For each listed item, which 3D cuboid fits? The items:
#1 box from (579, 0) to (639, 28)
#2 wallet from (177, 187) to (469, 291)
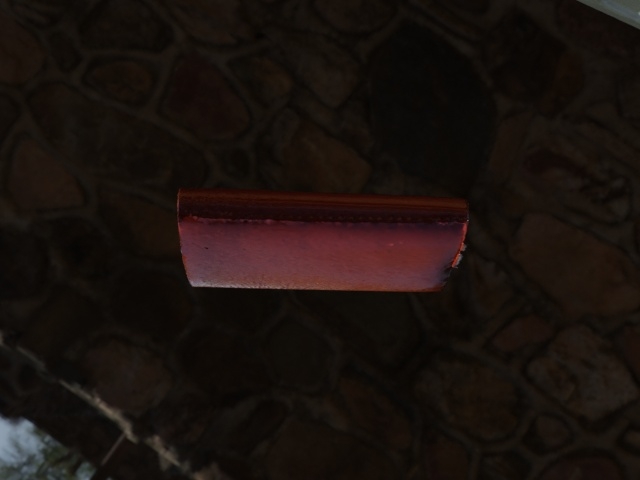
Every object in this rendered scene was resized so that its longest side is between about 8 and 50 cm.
[{"bbox_3d":[0.453,-0.265,0.946,0.373,0.090,0.367,23,179,-7],"label":"box"},{"bbox_3d":[0.000,0.000,0.684,0.204,0.045,0.142,1,157,-1],"label":"wallet"}]
